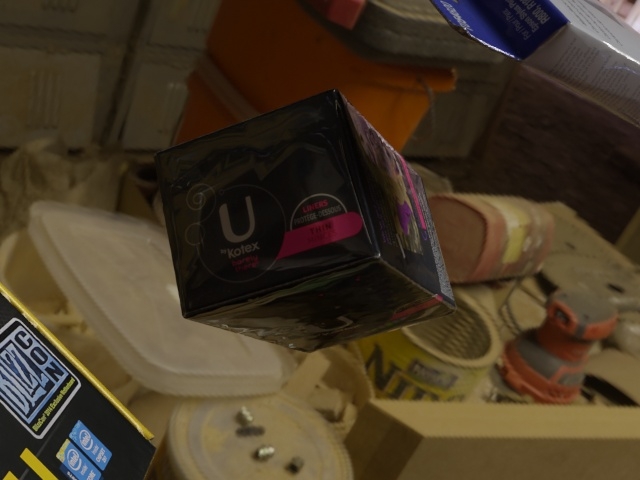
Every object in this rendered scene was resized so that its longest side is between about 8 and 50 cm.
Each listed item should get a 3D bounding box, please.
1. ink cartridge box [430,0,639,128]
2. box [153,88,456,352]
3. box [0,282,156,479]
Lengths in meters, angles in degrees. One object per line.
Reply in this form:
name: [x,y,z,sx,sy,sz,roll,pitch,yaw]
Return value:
ink cartridge box: [0.165,-0.169,0.699,0.224,0.045,0.223,19,29,-27]
box: [0.000,0.000,0.818,0.270,0.165,0.143,31,44,-66]
box: [-0.208,0.088,0.390,0.257,0.079,0.322,50,10,-9]
